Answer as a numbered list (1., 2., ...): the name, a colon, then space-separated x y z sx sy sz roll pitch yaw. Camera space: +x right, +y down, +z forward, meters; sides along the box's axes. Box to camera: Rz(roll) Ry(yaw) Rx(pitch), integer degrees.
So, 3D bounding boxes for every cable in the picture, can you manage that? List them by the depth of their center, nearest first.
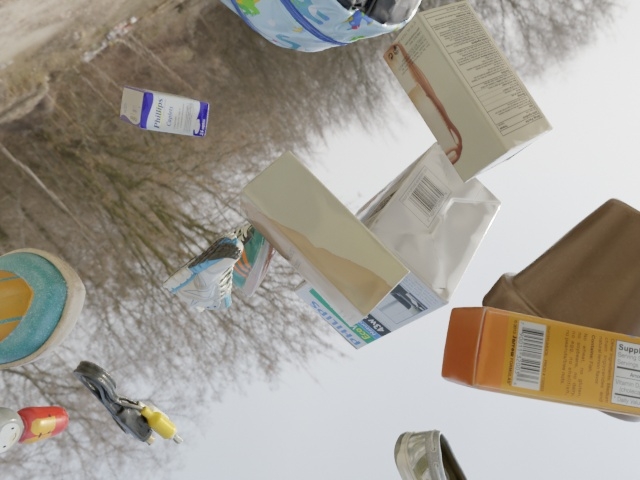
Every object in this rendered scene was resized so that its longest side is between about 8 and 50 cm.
1. cable: -0.372 0.295 1.071 0.139 0.287 0.072 9 -133 34

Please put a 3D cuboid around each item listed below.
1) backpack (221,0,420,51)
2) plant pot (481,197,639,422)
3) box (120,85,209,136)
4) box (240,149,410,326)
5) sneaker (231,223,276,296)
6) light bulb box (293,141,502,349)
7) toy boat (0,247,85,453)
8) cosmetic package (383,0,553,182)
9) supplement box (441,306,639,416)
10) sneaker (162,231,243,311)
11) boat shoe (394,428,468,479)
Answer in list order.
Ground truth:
1. backpack: 0.015 -0.383 0.604 0.273 0.355 0.290 -10 168 36
2. plant pot: 0.396 0.073 0.786 0.229 0.263 0.263 -60 -164 17
3. box: -0.317 -0.262 1.155 0.137 0.072 0.126 1 -163 -37
4. box: 0.000 0.000 1.051 0.121 0.311 0.148 -43 173 -16
5. sneaker: -0.164 0.018 1.258 0.108 0.121 0.302 -58 178 -38
6. light bulb box: 0.178 0.020 1.346 0.358 0.225 0.361 -50 -174 -38
7. toy boat: -0.491 0.168 0.904 0.267 0.318 0.148 -23 163 18
8. cosmetic package: 0.270 -0.278 1.064 0.153 0.296 0.129 -25 171 -31
9. supplement box: 0.243 0.121 0.552 0.078 0.233 0.080 147 -44 -76
10. sneaker: -0.140 0.051 0.766 0.071 0.083 0.191 -45 -171 -35
11. boat shoe: 0.259 0.499 1.082 0.103 0.320 0.118 -28 -177 39
